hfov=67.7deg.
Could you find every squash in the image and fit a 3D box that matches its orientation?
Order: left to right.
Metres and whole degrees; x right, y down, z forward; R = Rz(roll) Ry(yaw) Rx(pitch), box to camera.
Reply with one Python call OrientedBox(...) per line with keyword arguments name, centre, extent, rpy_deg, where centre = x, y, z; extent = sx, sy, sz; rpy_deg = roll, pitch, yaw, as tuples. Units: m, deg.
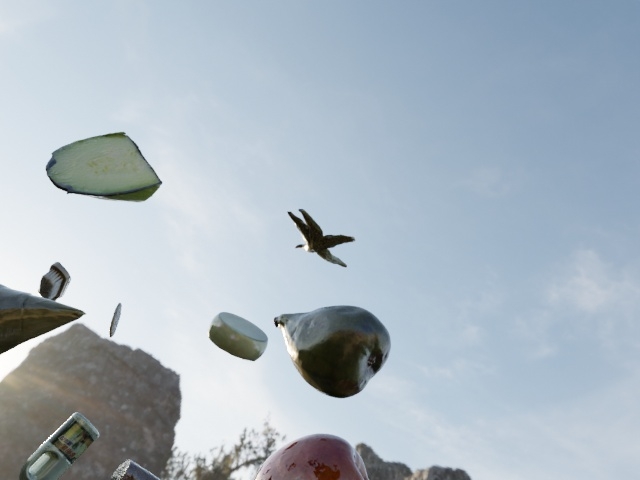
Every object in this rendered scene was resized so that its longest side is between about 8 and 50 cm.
OrientedBox(name="squash", centre=(-0.438, -0.121, 0.953), extent=(0.192, 0.184, 0.085), rpy_deg=(48, -38, 29))

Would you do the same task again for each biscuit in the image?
OrientedBox(name="biscuit", centre=(-0.687, 0.266, 1.600), extent=(0.015, 0.120, 0.120), rpy_deg=(13, -38, -13))

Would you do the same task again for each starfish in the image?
OrientedBox(name="starfish", centre=(-0.001, 0.002, 1.173), extent=(0.216, 0.050, 0.223), rpy_deg=(-13, -45, 42))

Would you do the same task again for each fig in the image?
OrientedBox(name="fig", centre=(0.016, 0.154, 0.714), extent=(0.126, 0.133, 0.185), rpy_deg=(30, -9, -26))

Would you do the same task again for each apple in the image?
OrientedBox(name="apple", centre=(-0.009, 0.438, 0.783), extent=(0.201, 0.218, 0.218), rpy_deg=(-29, -57, -3))

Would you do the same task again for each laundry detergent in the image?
OrientedBox(name="laundry detergent", centre=(-0.669, 0.546, 1.186), extent=(0.070, 0.226, 0.099), rpy_deg=(14, -47, 31))

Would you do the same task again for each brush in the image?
OrientedBox(name="brush", centre=(-0.845, 0.174, 1.475), extent=(0.070, 0.065, 0.327), rpy_deg=(45, -48, -2))

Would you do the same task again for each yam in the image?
OrientedBox(name="yam", centre=(-0.457, 0.627, 1.212), extent=(0.141, 0.079, 0.079), rpy_deg=(47, -43, -17))

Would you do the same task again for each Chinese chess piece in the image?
OrientedBox(name="Chinese chess piece", centre=(-0.192, 0.224, 1.113), extent=(0.144, 0.058, 0.144), rpy_deg=(28, 2, -1))

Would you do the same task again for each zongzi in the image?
OrientedBox(name="zongzi", centre=(-0.653, 0.205, 0.911), extent=(0.300, 0.274, 0.145), rpy_deg=(12, -41, 12))
